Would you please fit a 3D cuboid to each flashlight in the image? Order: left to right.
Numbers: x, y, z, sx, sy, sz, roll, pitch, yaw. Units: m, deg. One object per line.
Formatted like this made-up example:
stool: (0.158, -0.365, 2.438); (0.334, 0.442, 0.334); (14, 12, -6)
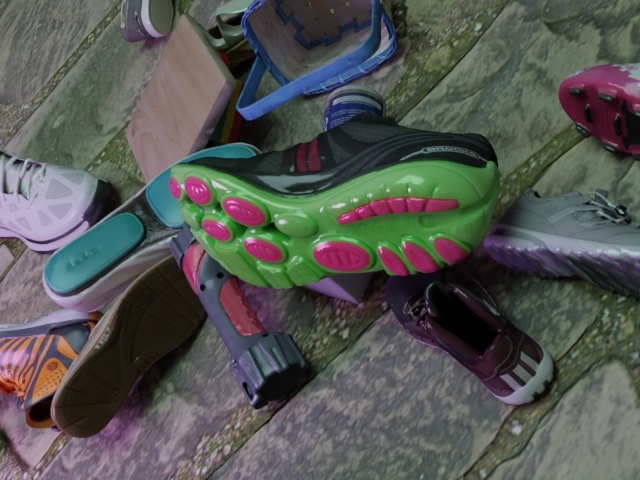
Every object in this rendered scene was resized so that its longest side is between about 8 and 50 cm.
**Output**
flashlight: (-0.114, 0.091, 1.431); (0.304, 0.103, 0.103); (53, 141, 37)

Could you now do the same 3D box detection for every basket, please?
basket: (-0.009, -0.324, 1.587); (0.255, 0.201, 0.289); (-22, 39, 26)

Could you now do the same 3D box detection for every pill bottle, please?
pill bottle: (0.047, -0.140, 1.485); (0.094, 0.094, 0.169); (-17, 50, 31)

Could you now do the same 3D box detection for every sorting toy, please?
sorting toy: (-0.219, -0.215, 1.720); (0.255, 0.089, 0.257); (-59, 37, 23)

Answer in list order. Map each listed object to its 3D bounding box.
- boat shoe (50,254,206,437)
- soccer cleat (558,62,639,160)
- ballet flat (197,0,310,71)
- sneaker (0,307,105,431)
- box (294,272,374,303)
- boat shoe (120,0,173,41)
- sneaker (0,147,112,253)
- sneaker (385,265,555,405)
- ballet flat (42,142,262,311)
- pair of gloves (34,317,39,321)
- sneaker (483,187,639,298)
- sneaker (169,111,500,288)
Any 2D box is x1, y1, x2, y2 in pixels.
boat shoe: (-0.297, 0.148, 1.546); (0.341, 0.121, 0.110); (-49, 17, -18)
soccer cleat: (0.444, -0.162, 1.170); (0.331, 0.116, 0.143); (21, 60, 44)
ballet flat: (-0.177, -0.369, 1.830); (0.348, 0.123, 0.123); (-22, 49, 28)
sneaker: (-0.493, 0.231, 1.645); (0.321, 0.124, 0.180); (-22, 48, 24)
box: (0.000, 0.000, 1.426); (0.170, 0.091, 0.130); (12, 69, 45)
boat shoe: (-0.362, -0.551, 2.126); (0.091, 0.109, 0.305); (-13, 56, 27)
sneaker: (-0.614, -0.109, 1.902); (0.447, 0.257, 0.169); (2, 62, 41)
sneaker: (0.148, 0.074, 1.191); (0.106, 0.162, 0.281); (-52, 42, -3)
ballet flat: (-0.255, -0.017, 1.603); (0.400, 0.139, 0.139); (-34, 42, -5)
pair of gloves: (-0.503, 0.177, 1.783); (0.083, 0.010, 0.074); (8, 71, 42)
sneaker: (0.319, -0.013, 1.153); (0.281, 0.105, 0.115); (12, 69, 45)
sneaker: (0.013, -0.056, 1.296); (0.483, 0.185, 0.202); (3, 35, 31)
